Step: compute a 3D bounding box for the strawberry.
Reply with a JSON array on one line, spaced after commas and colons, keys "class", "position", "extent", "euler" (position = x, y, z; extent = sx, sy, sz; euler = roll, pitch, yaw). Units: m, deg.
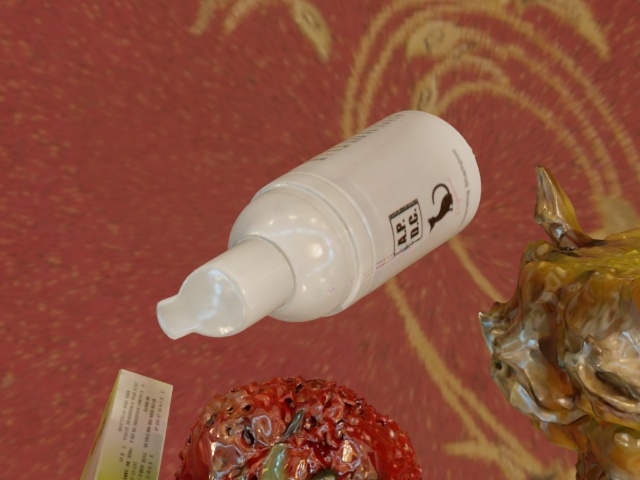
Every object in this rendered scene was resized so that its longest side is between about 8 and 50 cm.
[{"class": "strawberry", "position": [-0.008, 0.179, 1.274], "extent": [0.187, 0.201, 0.184], "euler": [-10, 105, 17]}]

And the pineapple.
[{"class": "pineapple", "position": [0.143, 0.069, 0.576], "extent": [0.161, 0.334, 0.158], "euler": [-12, 105, -26]}]

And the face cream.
[{"class": "face cream", "position": [0.000, 0.000, 1.642], "extent": [0.145, 0.370, 0.145], "euler": [19, 124, 31]}]

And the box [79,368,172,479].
[{"class": "box", "position": [-0.205, 0.262, 1.650], "extent": [0.062, 0.260, 0.175], "euler": [18, 112, -9]}]
